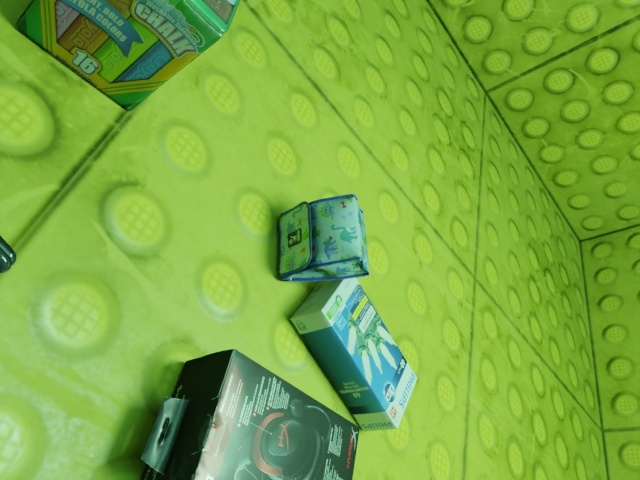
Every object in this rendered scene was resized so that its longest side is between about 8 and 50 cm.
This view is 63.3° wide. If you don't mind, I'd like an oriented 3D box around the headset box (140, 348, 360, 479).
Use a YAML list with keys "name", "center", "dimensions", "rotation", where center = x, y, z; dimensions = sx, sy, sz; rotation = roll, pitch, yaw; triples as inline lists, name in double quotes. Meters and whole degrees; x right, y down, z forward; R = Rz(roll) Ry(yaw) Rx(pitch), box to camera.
- name: "headset box"
  center: [-0.091, 0.292, 0.665]
  dimensions: [0.293, 0.110, 0.217]
  rotation: [41, 45, -32]

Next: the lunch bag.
- name: "lunch bag"
  center: [0.000, 0.000, 0.896]
  dimensions: [0.096, 0.152, 0.128]
  rotation: [55, 29, -60]

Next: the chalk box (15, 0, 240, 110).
- name: "chalk box"
  center: [-0.216, -0.339, 0.671]
  dimensions: [0.179, 0.289, 0.180]
  rotation: [37, 47, -35]

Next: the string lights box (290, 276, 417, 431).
- name: "string lights box"
  center: [0.066, 0.198, 0.934]
  dimensions: [0.259, 0.077, 0.133]
  rotation: [58, 37, -14]

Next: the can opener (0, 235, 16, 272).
- name: "can opener"
  center: [-0.385, -0.038, 0.522]
  dimensions: [0.186, 0.073, 0.059]
  rotation: [50, 2, -28]
